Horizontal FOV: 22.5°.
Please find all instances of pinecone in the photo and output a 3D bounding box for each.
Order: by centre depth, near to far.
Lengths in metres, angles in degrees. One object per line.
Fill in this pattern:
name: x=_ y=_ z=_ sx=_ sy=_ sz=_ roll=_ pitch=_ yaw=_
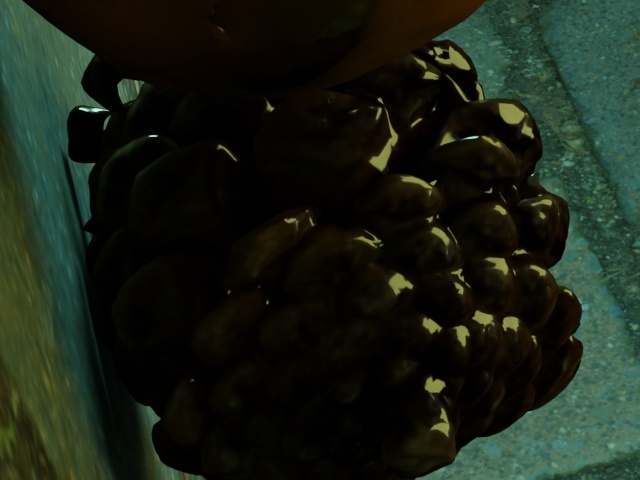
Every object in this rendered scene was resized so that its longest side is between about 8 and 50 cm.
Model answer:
pinecone: x=0.000 y=0.000 z=0.725 sx=0.272 sy=0.224 sz=0.224 roll=-120 pitch=-168 yaw=-49

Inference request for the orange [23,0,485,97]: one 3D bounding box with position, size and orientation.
orange: x=-0.024 y=-0.173 z=0.569 sx=0.246 sy=0.246 sz=0.246 roll=166 pitch=-90 yaw=-90
